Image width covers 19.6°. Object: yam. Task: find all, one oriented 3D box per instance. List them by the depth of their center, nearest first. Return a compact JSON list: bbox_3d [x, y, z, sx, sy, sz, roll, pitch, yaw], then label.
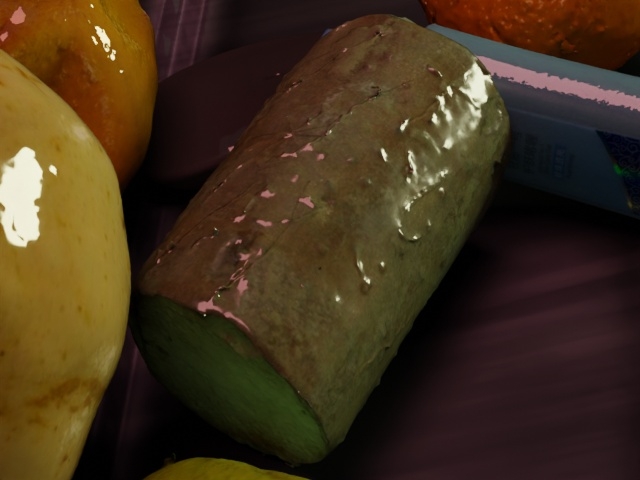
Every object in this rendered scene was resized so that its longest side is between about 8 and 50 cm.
[{"bbox_3d":[0.000,0.000,1.134,0.161,0.161,0.268,14,50,25],"label":"yam"}]

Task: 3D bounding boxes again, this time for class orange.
[{"bbox_3d":[-0.209,-0.084,1.253,0.249,0.183,0.249,-47,12,14],"label":"orange"},{"bbox_3d":[0.160,-0.199,1.304,0.193,0.193,0.161,26,19,33],"label":"orange"}]

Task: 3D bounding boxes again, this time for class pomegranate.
[{"bbox_3d":[-0.253,0.048,1.012,0.343,0.342,0.342,-6,43,6],"label":"pomegranate"}]

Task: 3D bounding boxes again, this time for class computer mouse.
[{"bbox_3d":[-0.024,-0.097,1.318,0.232,0.057,0.120,-12,43,0],"label":"computer mouse"}]

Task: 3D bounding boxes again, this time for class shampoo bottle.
[{"bbox_3d":[0.119,-0.084,1.215,0.258,0.104,0.061,17,48,17],"label":"shampoo bottle"}]

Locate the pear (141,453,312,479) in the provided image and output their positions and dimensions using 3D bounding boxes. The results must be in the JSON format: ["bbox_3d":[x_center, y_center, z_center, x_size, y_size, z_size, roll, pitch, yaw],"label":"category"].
[{"bbox_3d":[-0.050,0.240,0.918,0.288,0.139,0.239,16,59,26],"label":"pear"}]
